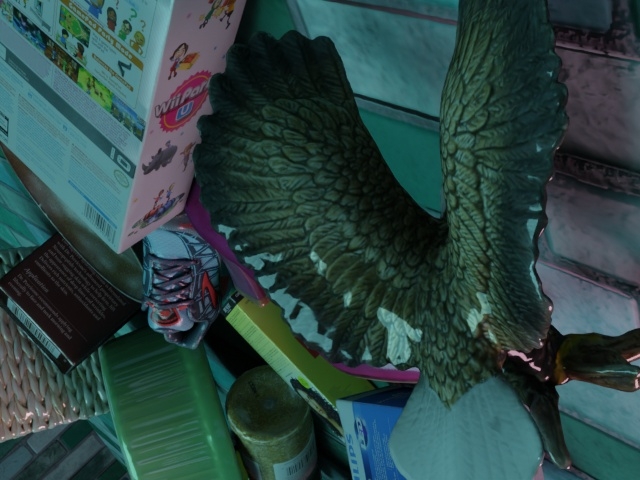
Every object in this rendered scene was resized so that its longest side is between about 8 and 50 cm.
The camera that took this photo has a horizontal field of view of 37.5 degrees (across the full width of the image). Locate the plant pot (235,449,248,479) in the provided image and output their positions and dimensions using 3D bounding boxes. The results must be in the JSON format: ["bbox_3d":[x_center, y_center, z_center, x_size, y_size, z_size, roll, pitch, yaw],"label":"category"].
[{"bbox_3d":[-0.139,0.519,1.693,0.212,0.187,0.212,-18,117,29],"label":"plant pot"}]

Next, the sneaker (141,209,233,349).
[{"bbox_3d":[-0.164,0.052,1.140,0.104,0.125,0.262,11,151,11],"label":"sneaker"}]

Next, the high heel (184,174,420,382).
[{"bbox_3d":[0.000,0.000,0.811,0.377,0.127,0.181,13,133,46],"label":"high heel"}]

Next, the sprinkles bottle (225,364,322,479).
[{"bbox_3d":[-0.063,0.317,1.428,0.121,0.121,0.355,36,154,24],"label":"sprinkles bottle"}]

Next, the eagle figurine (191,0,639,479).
[{"bbox_3d":[0.073,-0.009,0.584,0.298,0.226,0.225,53,177,-27],"label":"eagle figurine"}]

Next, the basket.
[{"bbox_3d":[-0.521,0.177,1.676,0.328,0.267,0.331,156,101,-67],"label":"basket"}]

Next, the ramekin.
[{"bbox_3d":[-0.222,0.262,1.413,0.303,0.148,0.303,163,90,-82],"label":"ramekin"}]

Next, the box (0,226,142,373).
[{"bbox_3d":[-0.366,0.075,1.449,0.168,0.203,0.167,48,157,-3],"label":"box"}]

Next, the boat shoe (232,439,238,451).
[{"bbox_3d":[-0.185,0.436,1.868,0.268,0.096,0.088,13,136,51],"label":"boat shoe"}]

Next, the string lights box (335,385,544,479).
[{"bbox_3d":[0.114,0.223,0.959,0.260,0.077,0.133,-12,89,64],"label":"string lights box"}]

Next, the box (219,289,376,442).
[{"bbox_3d":[-0.021,0.143,1.151,0.232,0.058,0.087,46,157,3],"label":"box"}]

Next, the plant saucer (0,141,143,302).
[{"bbox_3d":[-0.311,-0.050,1.237,0.311,0.050,0.310,38,155,21],"label":"plant saucer"}]

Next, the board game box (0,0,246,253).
[{"bbox_3d":[-0.189,-0.169,0.783,0.224,0.097,0.303,41,141,13],"label":"board game box"}]
